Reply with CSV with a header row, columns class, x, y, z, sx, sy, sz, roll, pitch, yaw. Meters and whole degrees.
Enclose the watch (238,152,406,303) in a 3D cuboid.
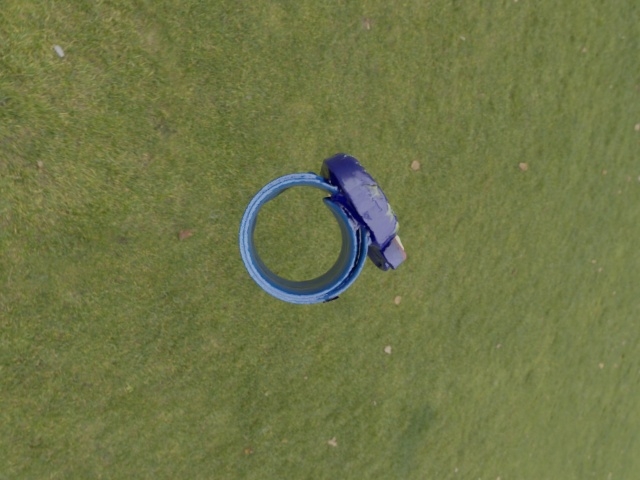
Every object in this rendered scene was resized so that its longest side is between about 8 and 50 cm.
class,x,y,z,sx,sy,sz,roll,pitch,yaw
watch,-0.003,-0.006,0.565,0.200,0.171,0.196,-31,88,-3
